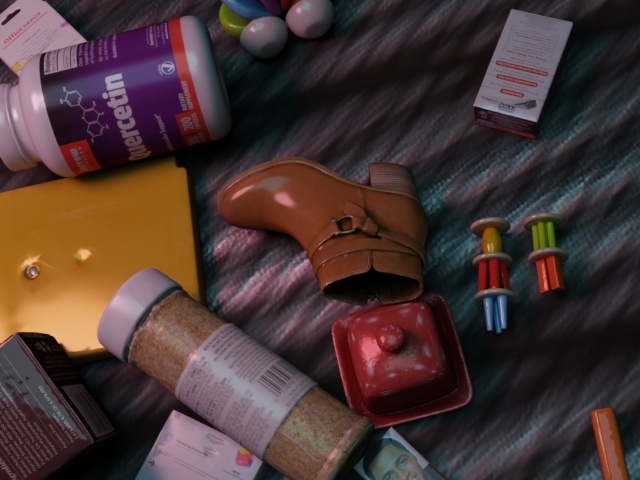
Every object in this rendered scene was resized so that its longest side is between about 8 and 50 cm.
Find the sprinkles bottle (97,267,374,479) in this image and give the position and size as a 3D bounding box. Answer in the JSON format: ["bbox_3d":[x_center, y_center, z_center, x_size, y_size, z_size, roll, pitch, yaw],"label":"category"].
[{"bbox_3d":[-0.108,0.176,1.242,0.355,0.121,0.121,33,77,15],"label":"sprinkles bottle"}]

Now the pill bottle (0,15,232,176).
[{"bbox_3d":[-0.298,-0.197,1.426,0.323,0.181,0.181,-15,64,0],"label":"pill bottle"}]

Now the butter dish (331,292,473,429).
[{"bbox_3d":[0.094,0.137,1.242,0.160,0.118,0.160,-15,64,5],"label":"butter dish"}]

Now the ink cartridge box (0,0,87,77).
[{"bbox_3d":[-0.431,-0.293,1.575,0.115,0.067,0.198,-43,66,-7],"label":"ink cartridge box"}]

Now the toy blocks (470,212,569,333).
[{"bbox_3d":[0.258,0.044,1.282,0.123,0.054,0.148,-5,66,11],"label":"toy blocks"}]

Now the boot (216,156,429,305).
[{"bbox_3d":[0.000,0.000,1.302,0.283,0.109,0.220,0,44,-1],"label":"boot"}]

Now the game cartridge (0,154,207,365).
[{"bbox_3d":[-0.328,0.037,1.422,0.324,0.052,0.285,-11,65,5],"label":"game cartridge"}]

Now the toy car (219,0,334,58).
[{"bbox_3d":[-0.073,-0.375,1.493,0.182,0.136,0.159,-23,64,2],"label":"toy car"}]

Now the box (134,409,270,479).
[{"bbox_3d":[-0.167,0.328,1.260,0.145,0.038,0.186,21,74,19],"label":"box"}]

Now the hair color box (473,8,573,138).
[{"bbox_3d":[0.284,-0.234,1.399,0.093,0.053,0.167,18,70,18],"label":"hair color box"}]

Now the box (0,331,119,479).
[{"bbox_3d":[-0.392,0.240,1.251,0.203,0.168,0.167,-36,86,-5],"label":"box"}]

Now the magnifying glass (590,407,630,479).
[{"bbox_3d":[0.352,0.310,1.163,0.092,0.026,0.231,-10,67,9],"label":"magnifying glass"}]

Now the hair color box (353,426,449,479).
[{"bbox_3d":[0.115,0.301,1.207,0.141,0.043,0.072,40,81,25],"label":"hair color box"}]
